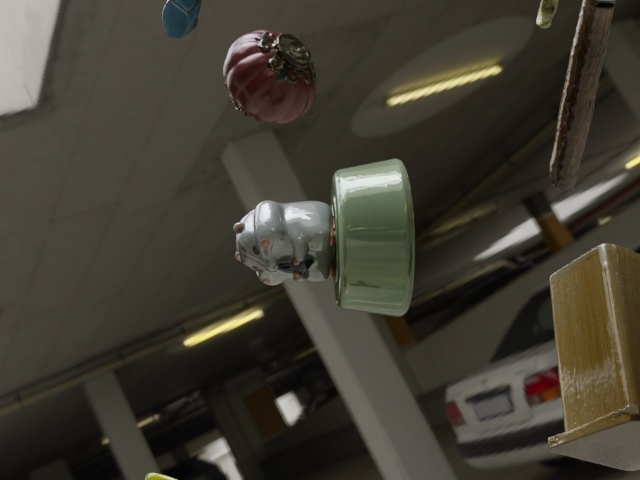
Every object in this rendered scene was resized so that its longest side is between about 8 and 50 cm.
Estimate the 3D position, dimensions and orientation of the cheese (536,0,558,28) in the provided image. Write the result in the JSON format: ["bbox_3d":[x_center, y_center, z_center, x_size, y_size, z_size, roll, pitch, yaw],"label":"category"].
[{"bbox_3d":[0.401,-0.413,1.629,0.044,0.030,0.083,-64,-13,-64],"label":"cheese"}]

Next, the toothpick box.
[{"bbox_3d":[0.473,0.181,1.465,0.187,0.308,0.190,18,-34,-23],"label":"toothpick box"}]

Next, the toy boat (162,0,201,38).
[{"bbox_3d":[-0.294,-0.494,2.005,0.077,0.075,0.185,-55,4,-20],"label":"toy boat"}]

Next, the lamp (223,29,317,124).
[{"bbox_3d":[-0.116,-0.365,2.102,0.227,0.227,0.227,-27,-11,-6],"label":"lamp"}]

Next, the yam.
[{"bbox_3d":[0.344,-0.192,1.237,0.046,0.046,0.264,-17,-58,-44],"label":"yam"}]

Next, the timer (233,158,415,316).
[{"bbox_3d":[0.000,0.000,1.703,0.315,0.291,0.291,-2,-14,-4],"label":"timer"}]

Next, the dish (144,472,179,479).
[{"bbox_3d":[-0.207,0.484,1.532,0.262,0.221,0.108,108,-173,-64],"label":"dish"}]
